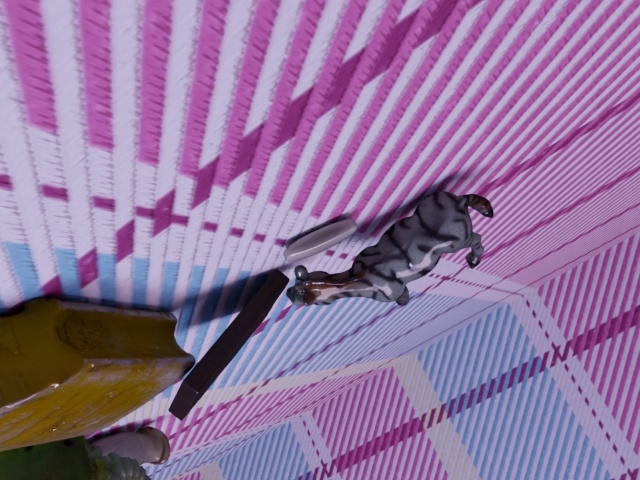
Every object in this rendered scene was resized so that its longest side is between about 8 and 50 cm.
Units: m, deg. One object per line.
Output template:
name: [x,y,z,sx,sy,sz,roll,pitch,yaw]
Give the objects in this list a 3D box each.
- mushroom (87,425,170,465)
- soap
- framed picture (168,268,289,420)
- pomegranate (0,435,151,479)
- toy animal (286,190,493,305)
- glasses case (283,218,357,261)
mushroom: [-0.366,0.390,1.148,0.097,0.088,0.213,-25,171,25]
soap: [-0.247,0.124,0.576,0.160,0.080,0.257,-35,162,11]
framed picture: [-0.105,0.120,0.735,0.168,0.023,0.128,-51,177,-34]
pomegranate: [-0.364,0.363,0.851,0.261,0.260,0.341,-15,-177,-34]
toy animal: [0.089,0.032,0.762,0.255,0.089,0.170,-33,158,-9]
glasses case: [0.000,0.000,0.675,0.083,0.021,0.032,-25,169,-7]
